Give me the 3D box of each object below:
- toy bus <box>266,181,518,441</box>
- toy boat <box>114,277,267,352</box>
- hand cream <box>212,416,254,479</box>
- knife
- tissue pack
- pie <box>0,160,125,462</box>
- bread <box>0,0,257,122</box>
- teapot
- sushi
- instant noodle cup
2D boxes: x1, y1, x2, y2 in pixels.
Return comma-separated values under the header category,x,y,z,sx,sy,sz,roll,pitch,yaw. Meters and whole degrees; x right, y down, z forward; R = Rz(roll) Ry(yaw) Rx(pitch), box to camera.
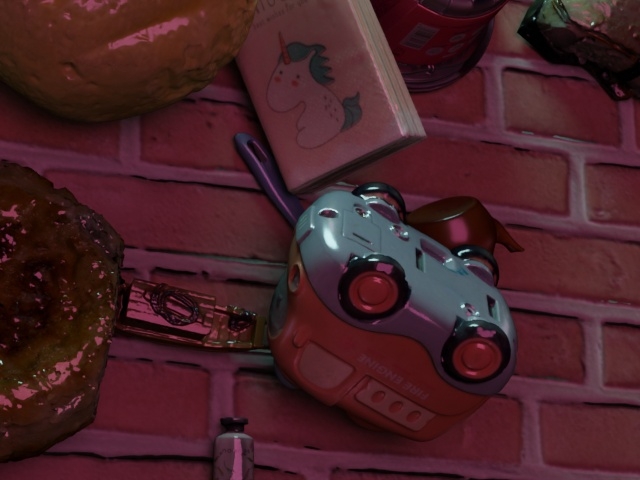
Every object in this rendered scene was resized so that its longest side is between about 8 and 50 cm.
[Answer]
category,x,y,z,sx,sy,sz,roll,pitch,yaw
toy bus,0.067,0.093,1.839,0.288,0.232,0.194,30,28,-15
toy boat,-0.154,0.082,1.825,0.201,0.077,0.057,14,69,-17
hand cream,-0.093,0.287,1.810,0.067,0.042,0.194,4,77,-22
knife,0.000,0.000,1.947,0.044,0.019,0.313,-36,91,-38
tissue pack,-0.017,-0.231,1.927,0.071,0.170,0.325,-7,73,-62
pie,-0.352,0.073,1.720,0.288,0.103,0.354,12,67,-4
bread,-0.228,-0.285,1.812,0.321,0.237,0.320,1,80,-8
teapot,0.149,0.014,1.958,0.173,0.116,0.116,-17,80,-2
sushi,0.400,-0.246,2.125,0.273,0.109,0.134,36,66,-9
instant noodle cup,0.126,-0.323,1.998,0.302,0.181,0.258,-42,93,-26
